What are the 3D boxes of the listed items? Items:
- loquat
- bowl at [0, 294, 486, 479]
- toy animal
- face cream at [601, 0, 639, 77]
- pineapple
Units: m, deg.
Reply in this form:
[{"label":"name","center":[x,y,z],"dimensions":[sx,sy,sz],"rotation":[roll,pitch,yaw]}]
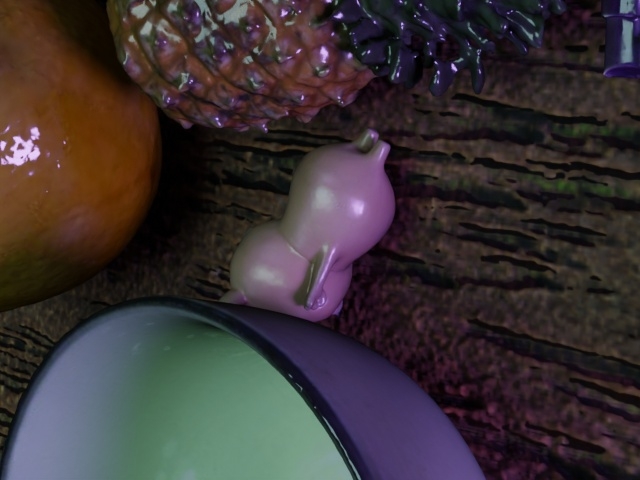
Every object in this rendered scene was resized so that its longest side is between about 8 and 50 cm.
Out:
[{"label":"loquat","center":[-0.248,-0.074,1.016],"dimensions":[0.275,0.275,0.275],"rotation":[2,94,45]},{"label":"bowl","center":[-0.017,0.202,0.863],"dimensions":[0.354,0.185,0.354],"rotation":[3,94,45]},{"label":"toy animal","center":[-0.005,-0.004,0.918],"dimensions":[0.089,0.083,0.150],"rotation":[45,105,15]},{"label":"face cream","center":[0.165,-0.217,0.739],"dimensions":[0.078,0.078,0.273],"rotation":[9,98,44]},{"label":"pineapple","center":[0.017,-0.148,0.851],"dimensions":[0.279,0.158,0.158],"rotation":[-5,88,35]}]
